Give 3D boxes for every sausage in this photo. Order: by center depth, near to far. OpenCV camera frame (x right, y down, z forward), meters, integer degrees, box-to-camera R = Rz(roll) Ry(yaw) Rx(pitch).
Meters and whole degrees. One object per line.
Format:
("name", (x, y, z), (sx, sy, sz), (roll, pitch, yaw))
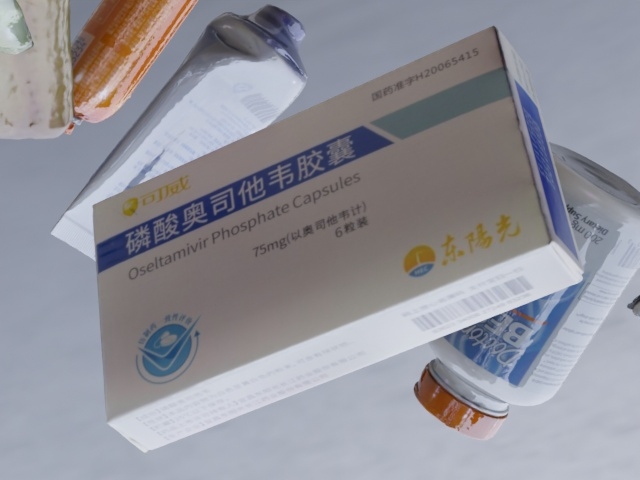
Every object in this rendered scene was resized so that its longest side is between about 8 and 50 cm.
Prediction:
("sausage", (-0.162, -0.193, 1.552), (0.234, 0.071, 0.071), (-55, 162, -5))

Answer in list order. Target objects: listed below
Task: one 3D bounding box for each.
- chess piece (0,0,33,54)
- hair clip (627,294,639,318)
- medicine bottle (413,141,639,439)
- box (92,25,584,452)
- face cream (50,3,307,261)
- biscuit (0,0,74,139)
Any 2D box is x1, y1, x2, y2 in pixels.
("chess piece", (-0.336, -0.142, 1.187), (0.251, 0.144, 0.144), (-26, 164, -8))
("hair clip", (0.348, 0.112, 1.484), (0.140, 0.054, 0.220), (-42, 119, 15))
("medicine bottle", (0.205, 0.058, 1.768), (0.157, 0.157, 0.288), (8, 118, -54))
("box", (0.000, 0.000, 1.254), (0.343, 0.200, 0.065), (-23, 141, 18))
("face cream", (-0.168, -0.134, 2.367), (0.420, 0.137, 0.235), (-52, 150, 0))
("biscuit", (-0.314, -0.196, 1.404), (0.237, 0.062, 0.290), (-6, 132, -9))
